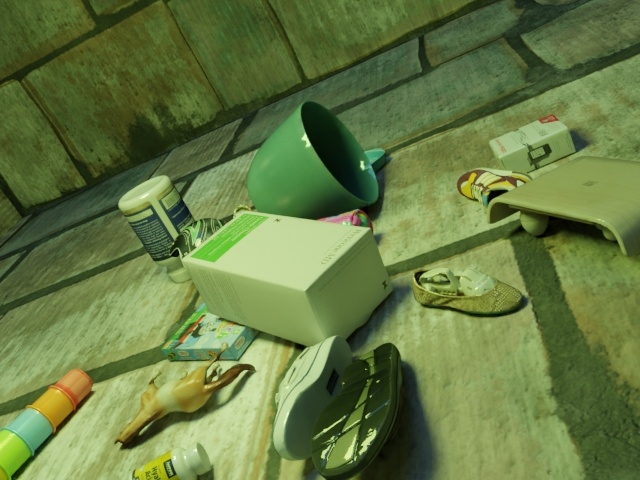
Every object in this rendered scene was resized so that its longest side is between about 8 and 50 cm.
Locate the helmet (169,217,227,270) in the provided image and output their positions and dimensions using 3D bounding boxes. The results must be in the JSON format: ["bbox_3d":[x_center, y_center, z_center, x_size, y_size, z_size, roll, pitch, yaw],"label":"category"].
[{"bbox_3d":[-0.285,0.026,1.659,0.169,0.169,0.161,-42,22,-29],"label":"helmet"}]

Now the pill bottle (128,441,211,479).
[{"bbox_3d":[-0.232,0.363,1.027,0.116,0.065,0.065,-29,23,-1],"label":"pill bottle"}]

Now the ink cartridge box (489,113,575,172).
[{"bbox_3d":[0.455,-0.203,1.432,0.150,0.063,0.109,-24,24,12],"label":"ink cartridge box"}]

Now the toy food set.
[{"bbox_3d":[0.463,-0.055,1.117,0.220,0.092,0.306,-24,22,-21],"label":"toy food set"}]

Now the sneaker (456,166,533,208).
[{"bbox_3d":[0.339,-0.103,1.346,0.084,0.069,0.185,-36,23,-31],"label":"sneaker"}]

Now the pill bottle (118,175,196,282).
[{"bbox_3d":[-0.408,-0.027,1.765,0.153,0.264,0.153,-23,23,10],"label":"pill bottle"}]

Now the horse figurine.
[{"bbox_3d":[-0.255,0.277,1.229,0.263,0.066,0.174,-22,18,21],"label":"horse figurine"}]

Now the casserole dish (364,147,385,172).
[{"bbox_3d":[0.106,-0.193,1.829,0.188,0.037,0.114,-41,27,-25],"label":"casserole dish"}]

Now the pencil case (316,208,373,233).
[{"bbox_3d":[0.000,0.000,1.474,0.236,0.104,0.104,-14,27,28],"label":"pencil case"}]

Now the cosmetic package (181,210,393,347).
[{"bbox_3d":[-0.070,0.067,1.281,0.366,0.155,0.197,7,40,44],"label":"cosmetic package"}]

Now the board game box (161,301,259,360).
[{"bbox_3d":[-0.215,0.187,1.400,0.211,0.039,0.160,-8,30,37],"label":"board game box"}]

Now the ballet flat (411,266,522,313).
[{"bbox_3d":[0.231,0.078,1.097,0.206,0.067,0.073,-2,33,45],"label":"ballet flat"}]

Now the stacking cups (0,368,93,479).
[{"bbox_3d":[-0.599,0.384,1.345,0.096,0.096,0.316,-10,30,36],"label":"stacking cups"}]

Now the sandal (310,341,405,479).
[{"bbox_3d":[0.076,0.239,0.932,0.120,0.086,0.303,-25,8,22],"label":"sandal"}]

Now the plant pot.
[{"bbox_3d":[-0.038,-0.154,1.618,0.235,0.293,0.293,-34,20,25],"label":"plant pot"}]

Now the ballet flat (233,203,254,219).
[{"bbox_3d":[-0.207,-0.034,1.796,0.091,0.077,0.241,-28,24,-1],"label":"ballet flat"}]

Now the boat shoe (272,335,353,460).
[{"bbox_3d":[-0.024,0.246,1.025,0.084,0.095,0.258,-20,14,29],"label":"boat shoe"}]
